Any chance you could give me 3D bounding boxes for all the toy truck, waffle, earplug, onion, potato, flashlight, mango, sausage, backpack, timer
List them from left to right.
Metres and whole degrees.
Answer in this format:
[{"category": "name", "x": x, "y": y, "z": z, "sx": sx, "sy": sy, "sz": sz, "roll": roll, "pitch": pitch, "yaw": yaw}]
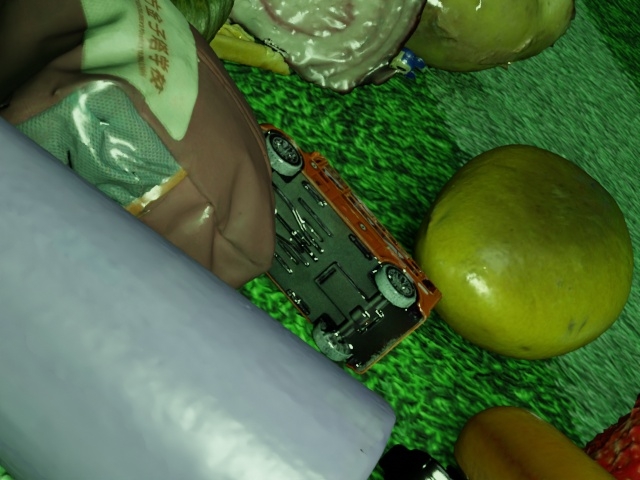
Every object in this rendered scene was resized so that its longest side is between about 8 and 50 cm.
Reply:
[{"category": "earplug", "x": -0.181, "y": 0.058, "z": 1.007, "sx": 0.456, "sy": 0.215, "sz": 0.215, "roll": 41, "pitch": 28, "yaw": -3}, {"category": "backpack", "x": -0.160, "y": -0.086, "z": 1.240, "sx": 0.317, "sy": 0.197, "sz": 0.283, "roll": 50, "pitch": 23, "yaw": -42}, {"category": "waffle", "x": -0.120, "y": -0.255, "z": 1.702, "sx": 0.191, "sy": 0.032, "sz": 0.125, "roll": 5, "pitch": 46, "yaw": -55}, {"category": "onion", "x": -0.003, "y": -0.349, "z": 1.752, "sx": 0.314, "sy": 0.280, "sz": 0.146, "roll": 35, "pitch": 15, "yaw": -20}, {"category": "toy truck", "x": 0.000, "y": 0.000, "z": 1.433, "sx": 0.252, "sy": 0.107, "sz": 0.114, "roll": 49, "pitch": 27, "yaw": 4}, {"category": "flashlight", "x": 0.086, "y": -0.264, "z": 1.991, "sx": 0.121, "sy": 0.057, "sz": 0.035, "roll": 38, "pitch": 66, "yaw": -4}, {"category": "potato", "x": 0.188, "y": -0.343, "z": 2.053, "sx": 0.289, "sy": 0.300, "sz": 0.237, "roll": 20, "pitch": 43, "yaw": 21}, {"category": "timer", "x": 0.120, "y": 0.233, "z": 1.253, "sx": 0.144, "sy": 0.055, "sz": 0.187, "roll": 45, "pitch": -6, "yaw": -1}, {"category": "mango", "x": 0.226, "y": 0.013, "z": 1.646, "sx": 0.253, "sy": 0.182, "sz": 0.365, "roll": 54, "pitch": 27, "yaw": 13}, {"category": "sausage", "x": 0.210, "y": 0.232, "z": 1.311, "sx": 0.105, "sy": 0.105, "sz": 0.274, "roll": 30, "pitch": 6, "yaw": -28}]

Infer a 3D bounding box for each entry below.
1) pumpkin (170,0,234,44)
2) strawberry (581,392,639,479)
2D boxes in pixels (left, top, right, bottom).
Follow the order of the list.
[{"category": "pumpkin", "x": -0.213, "y": -0.267, "z": 1.434, "sx": 0.260, "sy": 0.189, "sz": 0.260, "roll": 26, "pitch": 55, "yaw": -44}, {"category": "strawberry", "x": 0.350, "y": 0.271, "z": 1.413, "sx": 0.261, "sy": 0.257, "sz": 0.261, "roll": 40, "pitch": 19, "yaw": -17}]
